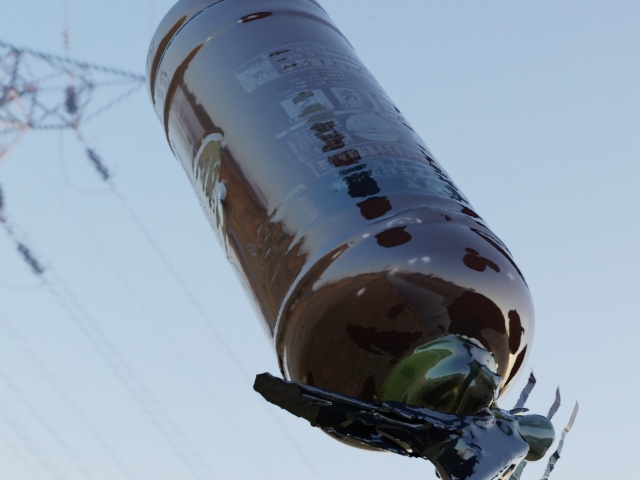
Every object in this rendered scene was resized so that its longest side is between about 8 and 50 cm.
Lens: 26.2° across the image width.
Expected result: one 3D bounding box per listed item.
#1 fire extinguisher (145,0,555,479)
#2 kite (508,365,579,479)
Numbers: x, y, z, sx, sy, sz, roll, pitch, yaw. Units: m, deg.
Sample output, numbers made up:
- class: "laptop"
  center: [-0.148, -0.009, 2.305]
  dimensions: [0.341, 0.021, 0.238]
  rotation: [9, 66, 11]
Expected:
- class: "fire extinguisher"
  center: [0.000, 0.000, 0.562]
  dimensions: [0.138, 0.344, 0.102]
  rotation: [17, -63, -31]
- class: "kite"
  center: [0.157, 0.200, 1.154]
  dimensions: [0.127, 0.229, 0.016]
  rotation: [44, -36, -20]
